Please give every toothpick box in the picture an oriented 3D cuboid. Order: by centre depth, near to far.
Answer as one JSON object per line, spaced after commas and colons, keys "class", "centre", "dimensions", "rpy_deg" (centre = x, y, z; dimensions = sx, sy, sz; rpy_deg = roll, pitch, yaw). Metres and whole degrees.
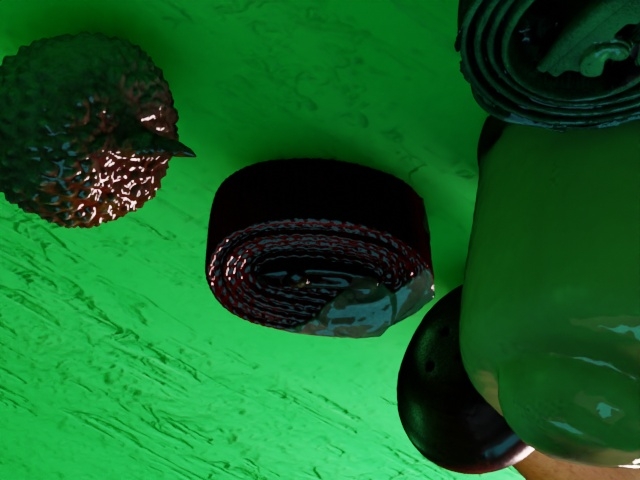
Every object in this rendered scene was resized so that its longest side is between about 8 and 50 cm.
{"class": "toothpick box", "centre": [0.205, 0.159, 1.767], "dimensions": [0.192, 0.192, 0.294], "rpy_deg": [-21, 141, 34]}

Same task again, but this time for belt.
{"class": "belt", "centre": [0.205, -0.179, 1.351], "dimensions": [0.206, 0.116, 0.267], "rpy_deg": [32, 136, -31]}
{"class": "belt", "centre": [0.000, 0.000, 1.636], "dimensions": [0.200, 0.124, 0.128], "rpy_deg": [6, 125, -6]}

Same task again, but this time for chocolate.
{"class": "chocolate", "centre": [0.277, 0.048, 1.507], "dimensions": [0.326, 0.297, 0.314], "rpy_deg": [-8, 147, 19]}

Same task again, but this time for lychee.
{"class": "lychee", "centre": [-0.191, -0.089, 1.510], "dimensions": [0.197, 0.165, 0.165], "rpy_deg": [17, 154, 36]}
